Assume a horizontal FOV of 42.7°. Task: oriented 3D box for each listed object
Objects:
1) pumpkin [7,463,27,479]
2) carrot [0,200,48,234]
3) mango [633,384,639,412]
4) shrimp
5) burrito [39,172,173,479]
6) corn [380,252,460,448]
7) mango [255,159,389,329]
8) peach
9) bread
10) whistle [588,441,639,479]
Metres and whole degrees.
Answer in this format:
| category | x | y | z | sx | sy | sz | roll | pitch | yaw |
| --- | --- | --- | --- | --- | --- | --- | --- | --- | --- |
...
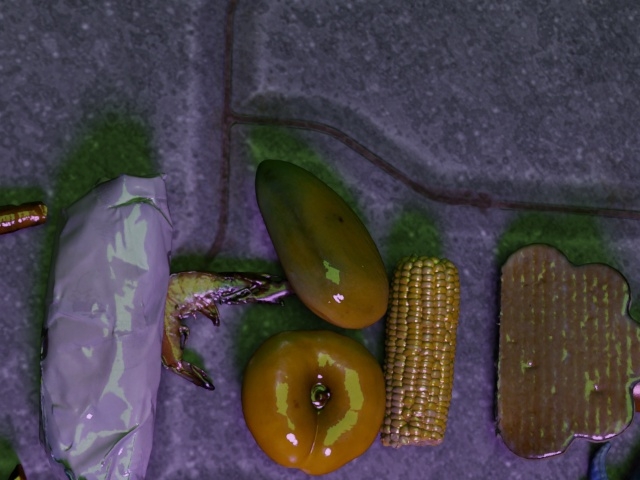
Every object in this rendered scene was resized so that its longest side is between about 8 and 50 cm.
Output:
| category | x | y | z | sx | sy | sz | roll | pitch | yaw |
| --- | --- | --- | --- | --- | --- | --- | --- | --- | --- |
| pumpkin | -0.336 | 0.298 | 0.890 | 0.035 | 0.073 | 0.101 | 16 | 77 | -6 |
| carrot | -0.407 | -0.016 | 0.962 | 0.171 | 0.042 | 0.042 | -13 | 81 | -20 |
| mango | 0.419 | 0.181 | 1.102 | 0.184 | 0.085 | 0.102 | 4 | 82 | 5 |
| shrimp | -0.113 | 0.109 | 1.007 | 0.195 | 0.035 | 0.147 | 0 | 77 | -11 |
| burrito | -0.249 | 0.133 | 0.933 | 0.139 | 0.101 | 0.445 | 3 | 78 | -5 |
| corn | 0.125 | 0.139 | 1.031 | 0.094 | 0.093 | 0.244 | 9 | 80 | -12 |
| mango | 0.005 | 0.001 | 1.023 | 0.137 | 0.091 | 0.237 | -4 | 65 | -51 |
| peach | -0.010 | 0.191 | 0.980 | 0.179 | 0.103 | 0.179 | 2 | 81 | -12 |
| bread | 0.327 | 0.146 | 1.059 | 0.208 | 0.056 | 0.286 | 4 | 77 | 18 |
| whistle | 0.420 | 0.360 | 1.056 | 0.180 | 0.093 | 0.269 | 27 | 69 | 19 |
